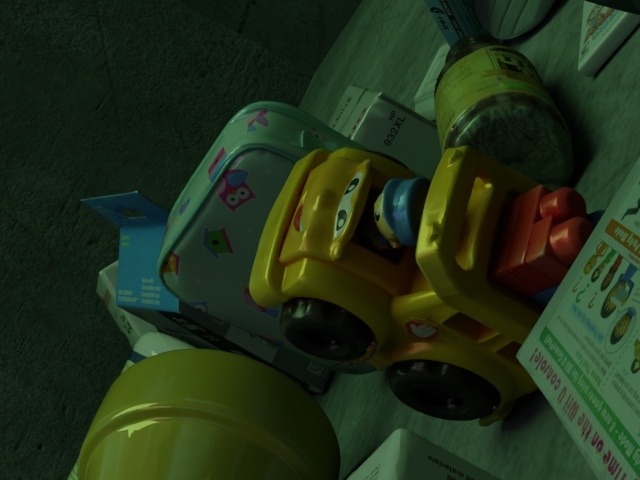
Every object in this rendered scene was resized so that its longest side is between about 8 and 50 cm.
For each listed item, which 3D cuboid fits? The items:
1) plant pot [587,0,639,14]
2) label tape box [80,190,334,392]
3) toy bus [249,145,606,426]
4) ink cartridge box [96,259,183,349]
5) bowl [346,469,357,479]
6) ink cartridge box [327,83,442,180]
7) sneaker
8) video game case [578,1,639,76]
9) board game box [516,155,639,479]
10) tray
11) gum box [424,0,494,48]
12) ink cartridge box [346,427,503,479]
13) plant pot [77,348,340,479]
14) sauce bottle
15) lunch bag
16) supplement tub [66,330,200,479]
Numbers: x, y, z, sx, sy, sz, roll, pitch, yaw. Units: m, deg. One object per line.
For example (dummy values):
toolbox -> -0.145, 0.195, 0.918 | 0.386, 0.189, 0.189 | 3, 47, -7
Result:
plant pot -> 0.230, -0.333, 0.635 | 0.341, 0.341, 0.334 | -163, 93, -81
label tape box -> -0.159, 0.070, 1.351 | 0.240, 0.333, 0.106 | -2, 59, 61
toy bus -> 0.093, 0.011, 0.689 | 0.211, 0.220, 0.149 | -35, 31, 58
ink cartridge box -> -0.213, 0.160, 1.615 | 0.131, 0.306, 0.226 | -33, -1, -17
bowl -> 0.018, 0.271, 0.833 | 0.142, 0.053, 0.142 | -59, 10, 25
ink cartridge box -> 0.057, -0.078, 1.391 | 0.223, 0.129, 0.307 | -61, 9, 7
sneaker -> 0.257, -0.317, 1.170 | 0.091, 0.094, 0.258 | -34, -8, -25
video game case -> 0.286, -0.241, 0.939 | 0.157, 0.019, 0.143 | -54, 12, 43
board game box -> 0.218, -0.019, 0.427 | 0.303, 0.097, 0.224 | -59, 8, 11
tray -> 0.187, -0.237, 1.452 | 0.145, 0.030, 0.270 | -64, 9, -2
gum box -> 0.196, -0.342, 1.286 | 0.041, 0.157, 0.184 | 20, 71, 40
ink cartridge box -> 0.023, 0.278, 0.585 | 0.197, 0.114, 0.273 | -54, 12, 40
plant pot -> -0.123, 0.271, 0.968 | 0.254, 0.254, 0.239 | -56, 9, 35
sauce bottle -> 0.163, -0.129, 1.006 | 0.111, 0.111, 0.344 | -59, 11, 23
lunch bag -> 0.000, 0.000, 1.039 | 0.224, 0.279, 0.108 | -55, 20, 28
supplement tub -> -0.197, 0.306, 1.360 | 0.325, 0.235, 0.235 | -64, 9, -10
